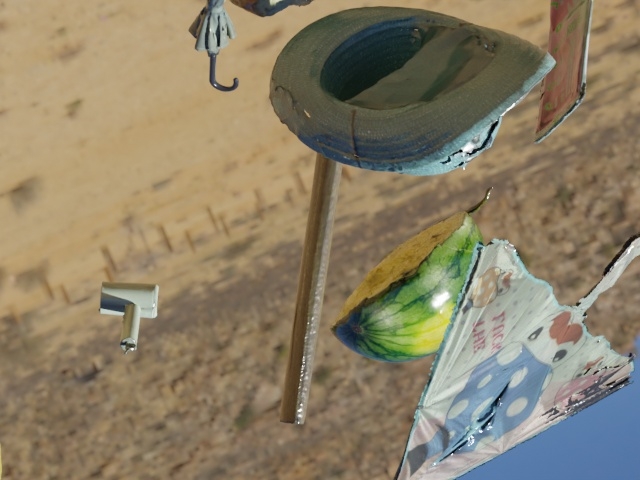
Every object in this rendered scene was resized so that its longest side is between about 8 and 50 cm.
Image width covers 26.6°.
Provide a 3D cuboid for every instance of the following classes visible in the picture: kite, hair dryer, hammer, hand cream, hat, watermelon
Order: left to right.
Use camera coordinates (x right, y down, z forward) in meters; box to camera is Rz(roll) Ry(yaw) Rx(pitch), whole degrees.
[{"bbox_3d":[-0.206,0.086,1.433,0.063,0.037,0.124,4,-150,-6],"label":"hair dryer"},{"bbox_3d":[0.000,0.000,1.340,0.043,0.365,0.111,10,177,-29],"label":"hammer"},{"bbox_3d":[0.059,-0.085,0.851,0.138,0.077,0.191,-39,-139,-28],"label":"hat"},{"bbox_3d":[0.119,0.063,1.569,0.204,0.127,0.232,-38,-177,35],"label":"watermelon"},{"bbox_3d":[0.148,0.063,0.867,0.314,0.011,0.335,-48,149,6],"label":"kite"},{"bbox_3d":[0.282,-0.231,1.537,0.050,0.275,0.079,9,142,6],"label":"hand cream"}]

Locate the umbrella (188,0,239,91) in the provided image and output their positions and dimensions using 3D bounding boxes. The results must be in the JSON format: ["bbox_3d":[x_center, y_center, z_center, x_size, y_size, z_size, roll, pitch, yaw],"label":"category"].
[{"bbox_3d":[-0.097,-0.213,1.162,0.044,0.044,0.269,9,147,5],"label":"umbrella"}]

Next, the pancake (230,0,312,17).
[{"bbox_3d":[-0.050,-0.292,0.946,0.057,0.266,0.244,-11,158,-32],"label":"pancake"}]
